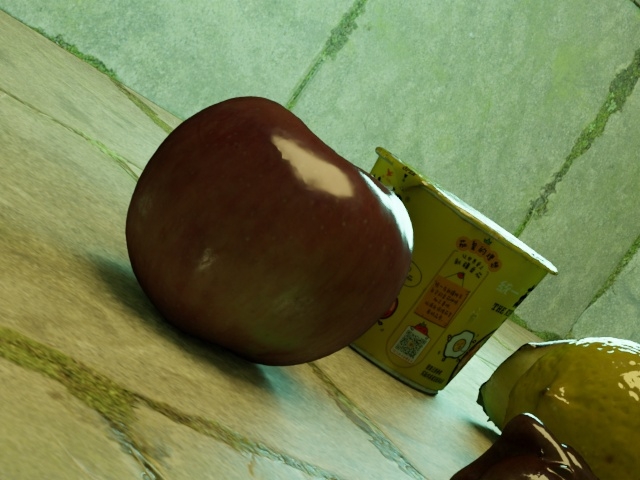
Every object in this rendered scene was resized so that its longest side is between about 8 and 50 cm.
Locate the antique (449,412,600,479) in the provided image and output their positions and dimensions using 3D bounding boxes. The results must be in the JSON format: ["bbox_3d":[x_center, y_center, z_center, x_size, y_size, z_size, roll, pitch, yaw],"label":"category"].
[{"bbox_3d":[0.232,0.276,1.324,0.257,0.121,0.143,39,9,-49],"label":"antique"}]

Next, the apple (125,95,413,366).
[{"bbox_3d":[-0.054,-0.002,1.347,0.305,0.235,0.306,38,5,-4],"label":"apple"}]

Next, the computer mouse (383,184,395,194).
[{"bbox_3d":[-0.004,-0.005,1.711,0.097,0.159,0.288,54,34,-16],"label":"computer mouse"}]

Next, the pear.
[{"bbox_3d":[0.365,0.272,1.874,0.267,0.267,0.178,32,30,-25],"label":"pear"}]

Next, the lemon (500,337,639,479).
[{"bbox_3d":[0.346,0.241,1.598,0.267,0.267,0.267,35,6,-4],"label":"lemon"}]

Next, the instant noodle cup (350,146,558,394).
[{"bbox_3d":[0.144,0.052,1.927,0.325,0.254,0.325,35,6,-4],"label":"instant noodle cup"}]
